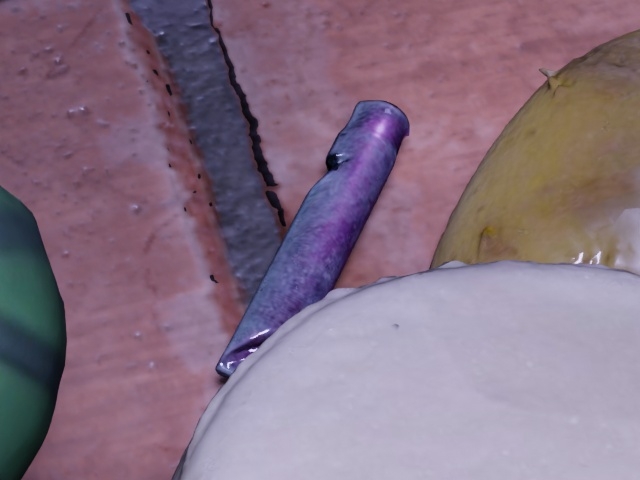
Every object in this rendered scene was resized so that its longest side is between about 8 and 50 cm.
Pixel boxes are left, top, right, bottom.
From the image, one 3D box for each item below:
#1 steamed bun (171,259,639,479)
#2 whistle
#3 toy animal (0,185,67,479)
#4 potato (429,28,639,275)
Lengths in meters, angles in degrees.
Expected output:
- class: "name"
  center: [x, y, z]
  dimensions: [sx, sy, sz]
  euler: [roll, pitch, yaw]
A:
- class: "steamed bun"
  center: [0.077, 0.145, 0.689]
  dimensions: [0.283, 0.177, 0.283]
  euler: [1, 41, -1]
- class: "whistle"
  center: [0.000, 0.000, 0.874]
  dimensions: [0.033, 0.033, 0.176]
  euler: [21, 55, 8]
- class: "toy animal"
  center: [-0.246, 0.090, 0.677]
  dimensions: [0.338, 0.191, 0.216]
  euler: [-42, 83, -8]
- class: "potato"
  center: [0.190, -0.006, 0.858]
  dimensions: [0.239, 0.116, 0.299]
  euler: [40, 61, 15]
